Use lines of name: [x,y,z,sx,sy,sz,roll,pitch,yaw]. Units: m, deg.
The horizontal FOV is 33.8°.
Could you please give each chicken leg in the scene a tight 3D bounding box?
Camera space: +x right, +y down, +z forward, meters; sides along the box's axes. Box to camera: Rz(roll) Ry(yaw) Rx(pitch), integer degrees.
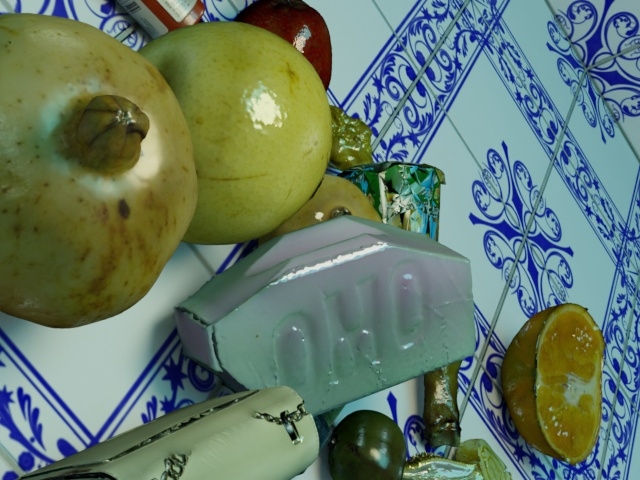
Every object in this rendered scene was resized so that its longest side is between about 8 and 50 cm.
chicken leg: [0.221,0.197,2.026,0.211,0.140,0.361,44,37,-42]

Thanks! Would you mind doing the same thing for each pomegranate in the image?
pomegranate: [-0.312,-0.088,1.241,0.410,0.410,0.410,30,49,-41]
pomegranate: [-0.003,0.001,1.783,0.233,0.233,0.233,30,49,-41]
pomegranate: [0.084,0.381,1.766,0.152,0.131,0.191,-76,154,-48]

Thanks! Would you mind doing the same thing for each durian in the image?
durian: [0.186,0.451,1.888,0.208,0.102,0.146,23,68,-14]

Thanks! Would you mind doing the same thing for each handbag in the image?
handbag: [-0.190,0.306,1.334,0.358,0.237,0.160,-16,82,-55]

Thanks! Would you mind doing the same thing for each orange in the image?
orange: [0.510,0.296,2.261,0.274,0.274,0.310,0,116,-53]

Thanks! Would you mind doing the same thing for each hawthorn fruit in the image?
hawthorn fruit: [-0.067,-0.326,1.925,0.189,0.190,0.251,-31,115,-55]

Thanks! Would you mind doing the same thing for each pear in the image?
pear: [-0.151,-0.156,1.564,0.348,0.348,0.348,30,49,-41]

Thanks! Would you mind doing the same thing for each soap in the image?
soap: [0.012,0.115,1.608,0.446,0.156,0.261,-16,113,-24]

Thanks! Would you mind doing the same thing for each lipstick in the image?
lipstick: [0.008,0.284,1.771,0.051,0.051,0.312,58,35,-10]

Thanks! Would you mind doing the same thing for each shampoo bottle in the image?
shampoo bottle: [-0.266,-0.396,1.742,0.278,0.104,0.104,46,40,-28]

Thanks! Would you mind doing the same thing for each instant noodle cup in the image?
instant noodle cup: [0.124,-0.032,1.970,0.240,0.240,0.178,12,71,-50]

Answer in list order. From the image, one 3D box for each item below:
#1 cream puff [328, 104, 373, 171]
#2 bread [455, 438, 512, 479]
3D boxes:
cream puff: [0.041,-0.189,1.993,0.146,0.146,0.116,11,97,-50]
bread: [0.316,0.461,2.069,0.156,0.064,0.117,57,32,-12]
